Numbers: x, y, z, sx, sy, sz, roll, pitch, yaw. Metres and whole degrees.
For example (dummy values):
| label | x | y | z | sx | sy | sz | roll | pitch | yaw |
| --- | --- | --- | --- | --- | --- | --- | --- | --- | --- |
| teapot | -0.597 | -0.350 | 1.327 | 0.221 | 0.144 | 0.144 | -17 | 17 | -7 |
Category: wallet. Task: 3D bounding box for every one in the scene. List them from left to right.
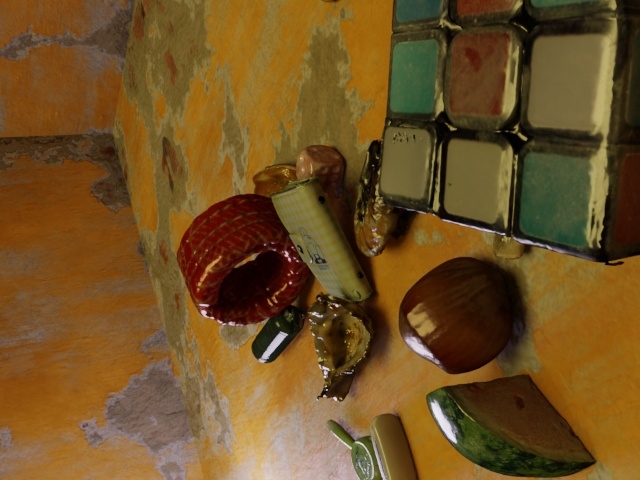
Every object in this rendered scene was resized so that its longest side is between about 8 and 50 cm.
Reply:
| label | x | y | z | sx | sy | sz | roll | pitch | yaw |
| --- | --- | --- | --- | --- | --- | --- | --- | --- | --- |
| wallet | 0.000 | 0.000 | 1.664 | 0.223 | 0.077 | 0.309 | -6 | 112 | 62 |

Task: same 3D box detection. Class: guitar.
| label | x | y | z | sx | sy | sz | roll | pitch | yaw |
| --- | --- | --- | --- | --- | --- | --- | --- | --- | --- |
| guitar | 0.202 | -0.087 | 1.391 | 0.271 | 0.038 | 0.083 | 113 | 145 | -52 |

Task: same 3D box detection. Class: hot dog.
| label | x | y | z | sx | sy | sz | roll | pitch | yaw |
| --- | --- | --- | --- | --- | --- | --- | --- | --- | --- |
| hot dog | -0.120 | -0.162 | 1.942 | 0.270 | 0.072 | 0.109 | 7 | 101 | 60 |

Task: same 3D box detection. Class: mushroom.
| label | x | y | z | sx | sy | sz | roll | pitch | yaw |
| --- | --- | --- | --- | --- | --- | --- | --- | --- | --- |
| mushroom | 0.345 | -0.054 | 1.126 | 0.059 | 0.054 | 0.202 | 47 | 132 | 35 |

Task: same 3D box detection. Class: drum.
| label | x | y | z | sx | sy | sz | roll | pitch | yaw |
| --- | --- | --- | --- | --- | --- | --- | --- | --- | --- |
| drum | 0.091 | 0.542 | 1.741 | 0.253 | 0.049 | 0.129 | -4 | 93 | 62 |

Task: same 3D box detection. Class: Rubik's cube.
| label | x | y | z | sx | sy | sz | roll | pitch | yaw |
| --- | --- | --- | --- | --- | --- | --- | --- | --- | --- |
| Rubik's cube | 0.315 | -0.190 | 0.818 | 0.359 | 0.362 | 0.362 | 24 | 113 | 57 |

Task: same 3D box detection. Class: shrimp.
| label | x | y | z | sx | sy | sz | roll | pitch | yaw |
| --- | --- | --- | --- | --- | --- | --- | --- | --- | --- |
| shrimp | 0.123 | -0.139 | 1.473 | 0.233 | 0.071 | 0.364 | -111 | 26 | -59 |

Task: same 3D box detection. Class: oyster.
| label | x | y | z | sx | sy | sz | roll | pitch | yaw |
| --- | --- | --- | --- | --- | --- | --- | --- | --- | --- |
| oyster | 0.050 | 0.278 | 1.667 | 0.197 | 0.133 | 0.336 | 49 | 140 | 43 |

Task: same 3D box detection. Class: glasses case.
| label | x | y | z | sx | sy | sz | roll | pitch | yaw |
| --- | --- | --- | --- | --- | --- | --- | --- | --- | --- |
| glasses case | 0.167 | 0.491 | 1.558 | 0.049 | 0.074 | 0.193 | -40 | 62 | 54 |

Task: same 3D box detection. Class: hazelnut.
| label | x | y | z | sx | sy | sz | roll | pitch | yaw |
| --- | --- | --- | --- | --- | --- | --- | --- | --- | --- |
| hazelnut | 0.234 | 0.129 | 1.231 | 0.210 | 0.186 | 0.210 | 176 | 90 | -80 |

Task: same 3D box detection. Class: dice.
| label | x | y | z | sx | sy | sz | roll | pitch | yaw |
| --- | --- | --- | --- | --- | --- | --- | --- | --- | --- |
| dice | -0.003 | -0.177 | 1.691 | 0.091 | 0.094 | 0.093 | 53 | 142 | 41 |

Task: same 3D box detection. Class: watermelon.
| label | x | y | z | sx | sy | sz | roll | pitch | yaw |
| --- | --- | --- | --- | --- | --- | --- | --- | --- | --- |
| watermelon | 0.301 | 0.321 | 1.206 | 0.256 | 0.176 | 0.260 | 38 | 143 | -1 |

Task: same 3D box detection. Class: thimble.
| label | x | y | z | sx | sy | sz | roll | pitch | yaw |
| --- | --- | --- | --- | --- | --- | --- | --- | --- | --- |
| thimble | -0.204 | 0.056 | 1.874 | 0.230 | 0.350 | 0.350 | 57 | 143 | 44 |

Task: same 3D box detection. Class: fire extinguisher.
| label | x | y | z | sx | sy | sz | roll | pitch | yaw |
| --- | --- | --- | --- | --- | --- | --- | --- | --- | --- |
| fire extinguisher | -0.118 | 0.269 | 2.011 | 0.311 | 0.096 | 0.114 | 125 | 158 | -51 |

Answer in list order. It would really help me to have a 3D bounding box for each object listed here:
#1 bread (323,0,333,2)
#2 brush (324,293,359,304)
| label | x | y | z | sx | sy | sz | roll | pitch | yaw |
| --- | --- | --- | --- | --- | --- | --- | --- | --- | --- |
| bread | 0.011 | -0.616 | 1.598 | 0.082 | 0.056 | 0.115 | 34 | 126 | 54 |
| brush | 0.053 | 0.162 | 1.754 | 0.196 | 0.021 | 0.070 | -22 | 76 | 59 |
